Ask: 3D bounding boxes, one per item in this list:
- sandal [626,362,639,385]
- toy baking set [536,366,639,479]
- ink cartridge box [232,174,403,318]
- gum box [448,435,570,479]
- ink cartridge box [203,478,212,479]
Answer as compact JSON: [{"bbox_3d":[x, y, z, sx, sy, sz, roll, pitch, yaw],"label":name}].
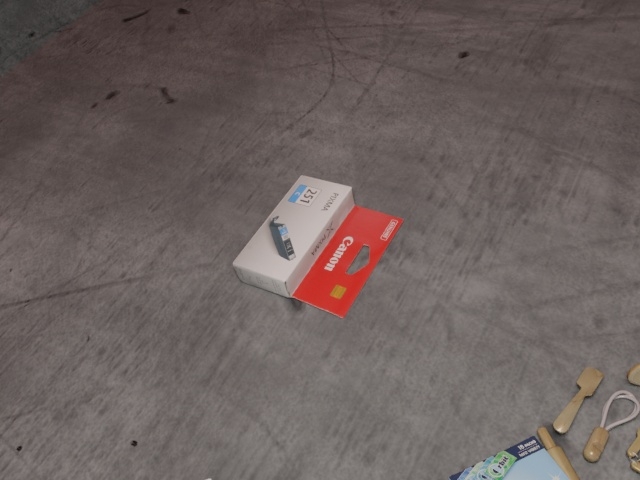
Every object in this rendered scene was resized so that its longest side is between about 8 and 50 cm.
[{"bbox_3d":[0.633,0.234,1.057,0.240,0.088,0.079,-3,42,3],"label":"sandal"},{"bbox_3d":[0.456,0.332,1.050,0.197,0.030,0.256,-19,48,-9],"label":"toy baking set"},{"bbox_3d":[0.000,0.000,1.416,0.261,0.066,0.296,17,54,26],"label":"ink cartridge box"},{"bbox_3d":[0.302,0.396,0.956,0.157,0.041,0.184,-22,40,-12],"label":"gum box"},{"bbox_3d":[-0.168,0.483,0.955,0.093,0.154,0.212,-17,47,-3],"label":"ink cartridge box"}]
